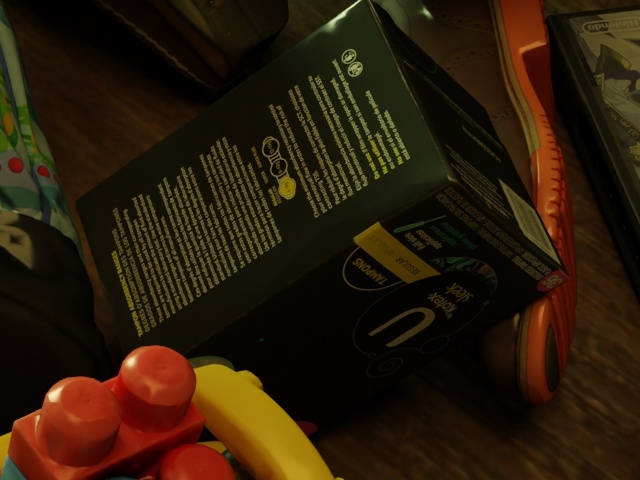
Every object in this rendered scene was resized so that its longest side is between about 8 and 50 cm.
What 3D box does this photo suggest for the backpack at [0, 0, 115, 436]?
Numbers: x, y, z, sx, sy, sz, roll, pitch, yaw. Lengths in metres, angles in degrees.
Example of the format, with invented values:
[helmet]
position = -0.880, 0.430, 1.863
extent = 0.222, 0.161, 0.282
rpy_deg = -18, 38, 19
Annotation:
[backpack]
position = -0.253, -0.073, 0.762
extent = 0.290, 0.273, 0.355
rpy_deg = -8, 42, -7

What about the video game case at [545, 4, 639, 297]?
[video game case]
position = 0.281, -0.033, 0.933
extent = 0.275, 0.035, 0.248
rpy_deg = -7, 56, -15

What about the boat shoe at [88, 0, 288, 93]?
[boat shoe]
position = -0.155, -0.201, 0.933
extent = 0.324, 0.120, 0.122
rpy_deg = 48, 33, 2

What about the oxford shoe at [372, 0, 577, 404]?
[oxford shoe]
position = 0.072, -0.030, 0.873
extent = 0.098, 0.097, 0.271
rpy_deg = -7, 47, 6

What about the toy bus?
[toy bus]
position = -0.061, 0.117, 0.642
extent = 0.220, 0.211, 0.149
rpy_deg = -19, 55, -40

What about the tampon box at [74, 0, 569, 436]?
[tampon box]
position = 0.000, 0.000, 0.763
extent = 0.161, 0.120, 0.101
rpy_deg = -33, 56, 17
